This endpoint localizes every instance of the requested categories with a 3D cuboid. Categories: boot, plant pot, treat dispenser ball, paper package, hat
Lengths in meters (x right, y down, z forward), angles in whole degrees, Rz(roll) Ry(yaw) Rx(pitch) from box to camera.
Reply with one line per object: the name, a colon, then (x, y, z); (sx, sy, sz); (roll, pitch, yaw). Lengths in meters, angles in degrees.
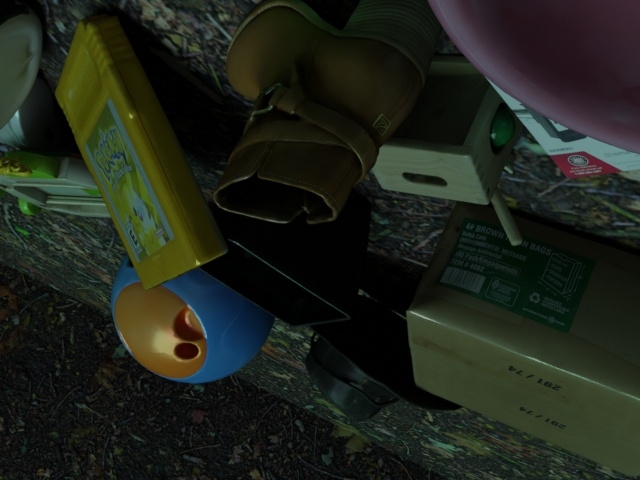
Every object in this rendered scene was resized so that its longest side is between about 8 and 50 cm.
boot: (-0.032, -0.111, 0.665); (0.283, 0.220, 0.109); (7, 151, 42)
plant pot: (-0.038, -0.004, 0.990); (0.188, 0.167, 0.187); (35, 158, -17)
treat dispenser ball: (-0.220, 0.106, 1.285); (0.288, 0.288, 0.288); (24, 158, 10)
paper package: (0.289, 0.128, 0.902); (0.324, 0.168, 0.309); (20, 156, 19)
hat: (0.074, 0.209, 1.165); (0.331, 0.134, 0.331); (30, -167, -7)
boot: (-0.500, -0.202, 1.180); (0.123, 0.095, 0.258); (21, 160, -1)

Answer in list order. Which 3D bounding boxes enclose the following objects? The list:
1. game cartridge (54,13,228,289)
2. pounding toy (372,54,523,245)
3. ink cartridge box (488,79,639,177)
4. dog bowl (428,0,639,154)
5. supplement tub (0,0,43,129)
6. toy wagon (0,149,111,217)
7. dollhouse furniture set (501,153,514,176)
game cartridge: (-0.252, -0.100, 0.961); (0.324, 0.052, 0.285); (64, 152, -3)
pounding toy: (0.126, -0.085, 0.662); (0.141, 0.130, 0.100); (12, 154, 33)
ink cartridge box: (0.210, -0.122, 0.570); (0.150, 0.063, 0.109); (40, 156, -29)
dog bowl: (0.208, -0.158, 0.257); (0.407, 0.151, 0.408); (12, 162, 4)
supplement tub: (-0.547, -0.280, 0.914); (0.337, 0.207, 0.207); (29, 158, -3)
toy wagon: (-0.429, -0.095, 1.233); (0.267, 0.068, 0.344); (3, 168, 9)
dollhouse furniture set: (0.129, -0.063, 0.772); (0.091, 0.081, 0.114); (32, 158, -12)
